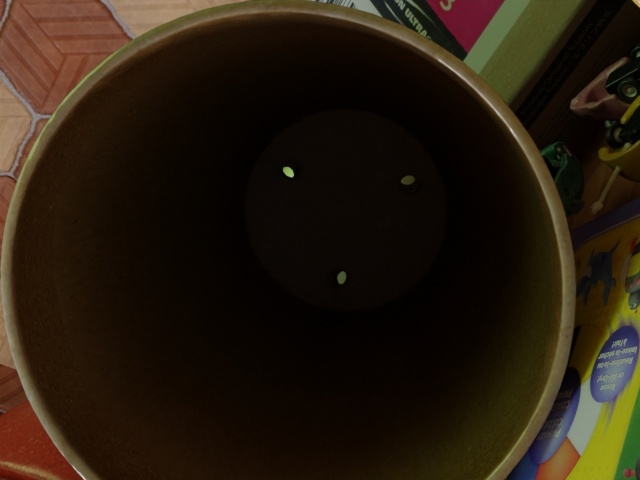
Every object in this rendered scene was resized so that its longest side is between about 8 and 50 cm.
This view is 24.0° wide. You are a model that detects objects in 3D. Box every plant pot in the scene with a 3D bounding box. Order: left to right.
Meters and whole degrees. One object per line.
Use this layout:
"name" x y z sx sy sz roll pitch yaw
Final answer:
"plant pot" 0.000 0.000 0.732 0.237 0.237 0.254 -64 -2 12

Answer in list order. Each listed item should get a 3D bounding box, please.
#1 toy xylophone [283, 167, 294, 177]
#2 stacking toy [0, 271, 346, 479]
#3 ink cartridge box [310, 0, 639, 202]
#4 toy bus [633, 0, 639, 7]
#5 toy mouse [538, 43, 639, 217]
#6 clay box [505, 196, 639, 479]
"toy xylophone" 0.028 -0.118 1.288 0.236 0.081 0.322 -50 21 51
"stacking toy" -0.063 0.160 0.877 0.480 0.351 0.350 -52 3 -33
"ink cartridge box" 0.077 -0.163 0.884 0.234 0.088 0.193 57 135 28
"toy bus" 0.182 -0.200 0.564 0.130 0.108 0.332 -39 14 36
"toy mouse" 0.141 -0.050 0.755 0.161 0.031 0.143 -52 16 -24
"clay box" 0.116 0.091 0.618 0.222 0.053 0.127 -69 11 -18
